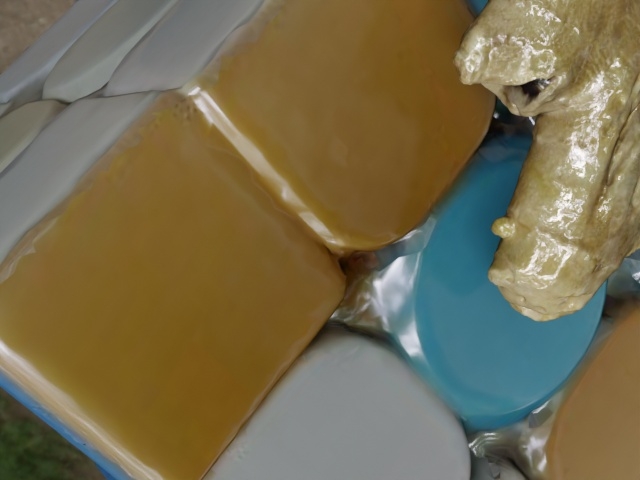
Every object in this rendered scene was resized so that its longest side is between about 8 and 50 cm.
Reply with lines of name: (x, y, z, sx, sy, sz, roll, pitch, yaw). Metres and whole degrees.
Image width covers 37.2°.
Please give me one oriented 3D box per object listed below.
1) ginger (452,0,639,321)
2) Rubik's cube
ginger: (0.087, -0.106, 0.329, 0.075, 0.089, 0.288, -108, 12, -66)
Rubik's cube: (0.000, 0.000, 0.544, 0.344, 0.346, 0.347, 49, 163, -24)
